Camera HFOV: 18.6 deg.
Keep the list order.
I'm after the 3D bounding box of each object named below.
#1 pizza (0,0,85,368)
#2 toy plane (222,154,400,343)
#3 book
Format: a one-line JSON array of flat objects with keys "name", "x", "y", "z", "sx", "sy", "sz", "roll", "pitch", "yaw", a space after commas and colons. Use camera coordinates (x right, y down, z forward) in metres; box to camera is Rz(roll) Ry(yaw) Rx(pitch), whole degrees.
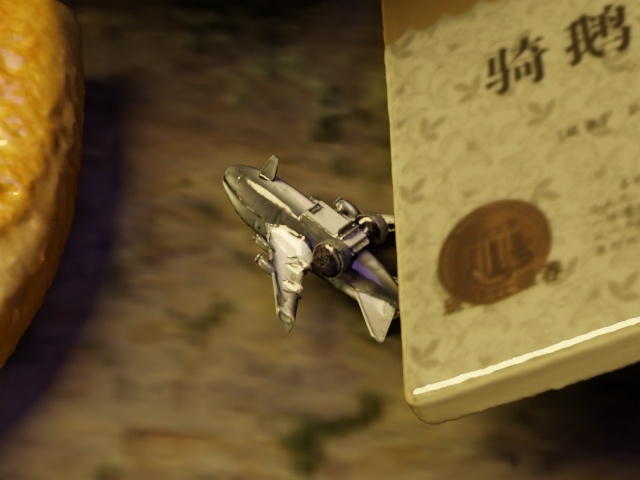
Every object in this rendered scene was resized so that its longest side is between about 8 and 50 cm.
[{"name": "pizza", "x": -0.158, "y": -0.010, "z": 0.616, "sx": 0.161, "sy": 0.062, "sz": 0.182, "roll": 12, "pitch": 60, "yaw": -16}, {"name": "toy plane", "x": 0.000, "y": 0.000, "z": 0.665, "sx": 0.083, "sy": 0.031, "sz": 0.078, "roll": 43, "pitch": 42, "yaw": 11}, {"name": "book", "x": 0.119, "y": -0.099, "z": 0.670, "sx": 0.217, "sy": 0.021, "sz": 0.310, "roll": -20, "pitch": 48, "yaw": 21}]
